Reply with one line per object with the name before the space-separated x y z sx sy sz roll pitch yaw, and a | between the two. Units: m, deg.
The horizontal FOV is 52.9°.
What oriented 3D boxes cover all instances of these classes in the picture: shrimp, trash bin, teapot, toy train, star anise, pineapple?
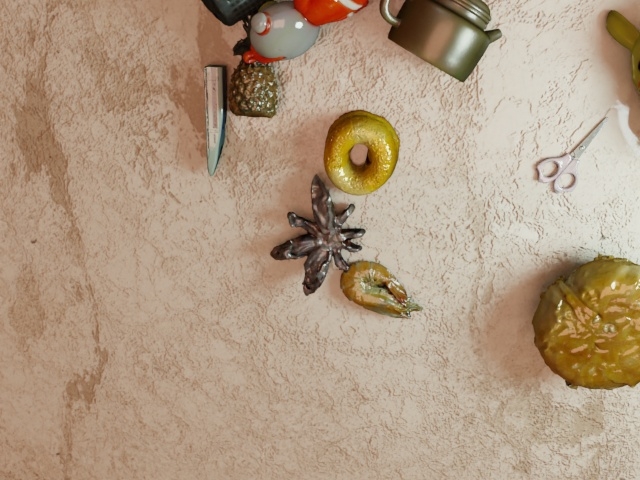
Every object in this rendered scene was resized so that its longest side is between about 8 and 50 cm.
shrimp | 0.151 0.123 1.554 0.217 0.051 0.115 25 111 1
trash bin | -0.159 -0.510 1.252 0.161 0.175 0.175 -43 100 -2
teapot | 0.237 -0.430 1.244 0.268 0.185 0.175 21 109 -27
toy train | -0.235 -0.267 1.458 0.048 0.055 0.251 1 112 -2
star anise | -0.002 0.004 1.499 0.198 0.110 0.257 34 106 -5
pineapple | -0.138 -0.388 1.374 0.125 0.125 0.251 3 102 8

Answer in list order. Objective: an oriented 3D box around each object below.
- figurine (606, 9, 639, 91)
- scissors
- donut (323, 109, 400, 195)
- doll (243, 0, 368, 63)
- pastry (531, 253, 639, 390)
figurine | 0.705 -0.313 1.231 0.218 0.169 0.326 -16 116 39
scissors | 0.553 -0.188 1.389 0.100 0.015 0.189 34 110 -7
donut | 0.085 -0.188 1.426 0.174 0.074 0.190 27 113 -3
doll | -0.024 -0.439 1.233 0.336 0.200 0.105 -30 78 30
pastry | 0.626 0.177 1.428 0.284 0.184 0.315 37 113 0
